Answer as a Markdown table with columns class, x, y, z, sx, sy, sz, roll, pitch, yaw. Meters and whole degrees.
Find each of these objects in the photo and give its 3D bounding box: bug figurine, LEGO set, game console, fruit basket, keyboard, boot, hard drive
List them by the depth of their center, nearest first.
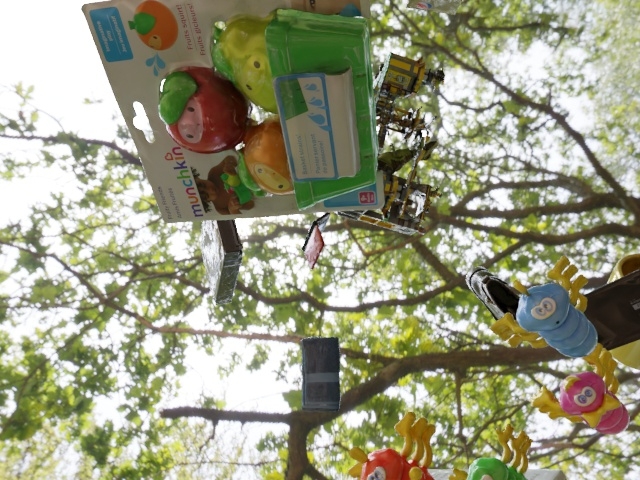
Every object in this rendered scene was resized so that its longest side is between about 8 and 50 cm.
| class | x | y | z | sx | sy | sz | roll | pitch | yaw |
| --- | --- | --- | --- | --- | --- | --- | --- | --- | --- |
| bug figurine | 0.164 | 0.159 | 0.421 | 0.279 | 0.216 | 0.072 | -52 | -152 | 13 |
| fruit basket | -0.100 | -0.160 | 0.639 | 0.353 | 0.327 | 0.165 | -5 | -145 | 5 |
| LEGO set | 0.163 | -0.156 | 0.891 | 0.192 | 0.255 | 0.331 | 16 | -110 | -6 |
| keyboard | 0.658 | 0.149 | 0.937 | 0.201 | 0.317 | 0.033 | 59 | -150 | 5 |
| boot | 0.448 | 0.164 | 1.123 | 0.263 | 0.229 | 0.091 | 40 | -83 | -1 |
| hard drive | -0.308 | 0.022 | 1.471 | 0.064 | 0.339 | 0.237 | -8 | -118 | -23 |
| game console | 0.000 | 0.000 | 1.532 | 0.085 | 0.144 | 0.124 | 41 | -131 | 15 |

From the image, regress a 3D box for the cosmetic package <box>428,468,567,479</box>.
| class | x | y | z | sx | sy | sz | roll | pitch | yaw |
| --- | --- | --- | --- | --- | --- | --- | --- | --- | --- |
| cosmetic package | 0.262 | 0.648 | 0.885 | 0.329 | 0.393 | 0.327 | -9 | -102 | -46 |

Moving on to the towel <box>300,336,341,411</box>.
| class | x | y | z | sx | sy | sz | roll | pitch | yaw |
| --- | --- | --- | --- | --- | --- | --- | --- | --- | --- |
| towel | 0.000 | 0.217 | 0.792 | 0.067 | 0.029 | 0.119 | -6 | -106 | 21 |

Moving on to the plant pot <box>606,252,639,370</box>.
| class | x | y | z | sx | sy | sz | roll | pitch | yaw |
| --- | --- | --- | --- | --- | --- | --- | --- | --- | --- |
| plant pot | 0.860 | 0.200 | 1.251 | 0.254 | 0.239 | 0.254 | 3 | -146 | -2 |

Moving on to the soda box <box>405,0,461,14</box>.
| class | x | y | z | sx | sy | sz | roll | pitch | yaw |
| --- | --- | --- | --- | --- | --- | --- | --- | --- | --- |
| soda box | 0.135 | -0.343 | 0.506 | 0.058 | 0.061 | 0.181 | 8 | -86 | 3 |
